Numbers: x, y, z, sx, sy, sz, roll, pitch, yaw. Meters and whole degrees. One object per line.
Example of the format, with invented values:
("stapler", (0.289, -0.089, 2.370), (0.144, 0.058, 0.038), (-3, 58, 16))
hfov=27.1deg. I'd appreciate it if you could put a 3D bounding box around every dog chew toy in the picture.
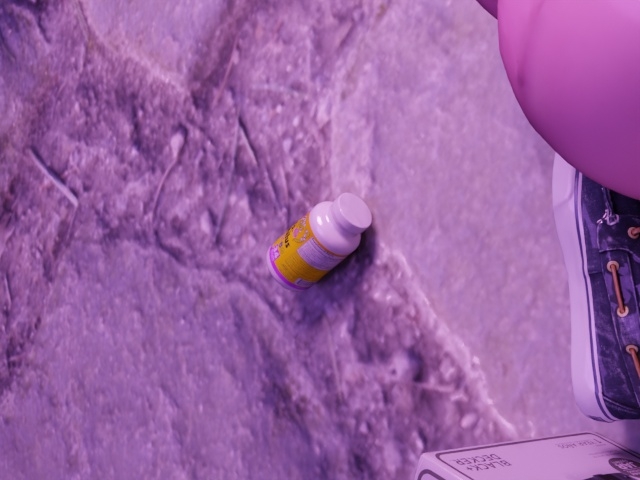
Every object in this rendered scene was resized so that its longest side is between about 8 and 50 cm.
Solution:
("dog chew toy", (0.161, -0.175, 0.707), (0.206, 0.206, 0.332), (-54, 46, 31))

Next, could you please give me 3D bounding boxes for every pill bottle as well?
("pill bottle", (0.000, 0.000, 0.966), (0.083, 0.043, 0.043), (-41, 61, 37))

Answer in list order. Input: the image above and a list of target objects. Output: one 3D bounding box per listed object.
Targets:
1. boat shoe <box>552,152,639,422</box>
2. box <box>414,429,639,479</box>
("boat shoe", (0.189, 0.012, 0.766), (0.083, 0.065, 0.183), (-7, 87, 37))
("box", (0.195, 0.200, 0.674), (0.290, 0.169, 0.087), (24, 106, 43))
